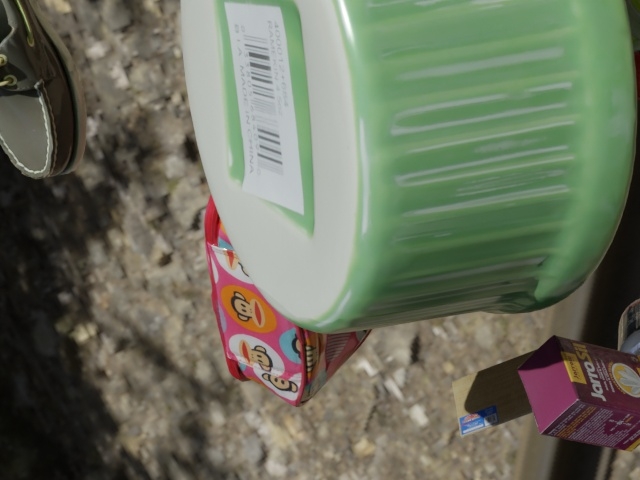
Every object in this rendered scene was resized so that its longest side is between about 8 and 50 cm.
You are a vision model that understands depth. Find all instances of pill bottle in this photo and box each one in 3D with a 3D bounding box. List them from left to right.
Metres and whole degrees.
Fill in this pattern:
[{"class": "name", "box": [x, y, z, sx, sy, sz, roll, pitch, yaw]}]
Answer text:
[{"class": "pill bottle", "box": [0.459, 0.154, 1.708, 0.108, 0.180, 0.108, 5, 111, 12]}]

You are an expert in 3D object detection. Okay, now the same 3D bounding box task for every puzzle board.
[{"class": "puzzle board", "box": [0.235, 0.199, 1.626, 0.128, 0.096, 0.011, -24, 128, 16]}]

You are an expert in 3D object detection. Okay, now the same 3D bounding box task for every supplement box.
[{"class": "supplement box", "box": [0.180, 0.102, 0.832, 0.043, 0.083, 0.055, -51, 37, 37]}]

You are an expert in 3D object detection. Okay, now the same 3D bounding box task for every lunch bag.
[{"class": "lunch bag", "box": [0.000, 0.000, 1.303, 0.120, 0.258, 0.293, 22, 140, 25]}]

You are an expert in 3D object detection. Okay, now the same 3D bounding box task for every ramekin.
[{"class": "ramekin", "box": [0.030, -0.091, 0.727, 0.303, 0.148, 0.303, 167, 90, -68]}]

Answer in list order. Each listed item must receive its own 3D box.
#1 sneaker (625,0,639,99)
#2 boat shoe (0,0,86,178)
[{"class": "sneaker", "box": [0.213, -0.153, 0.882, 0.279, 0.107, 0.118, 48, 158, 25]}, {"class": "boat shoe", "box": [-0.300, -0.188, 1.133, 0.109, 0.091, 0.305, -4, 114, 25]}]
